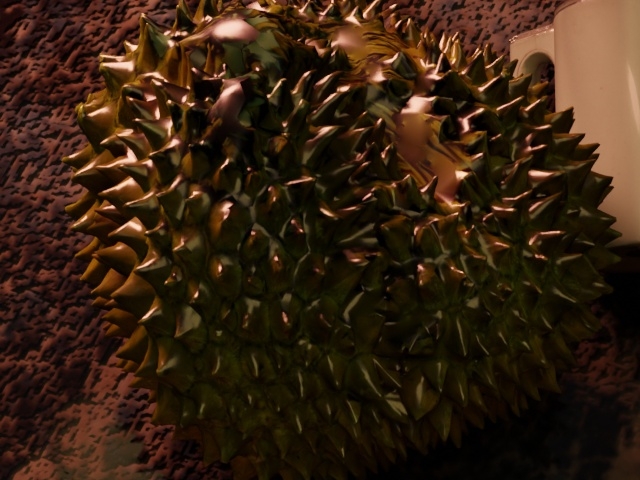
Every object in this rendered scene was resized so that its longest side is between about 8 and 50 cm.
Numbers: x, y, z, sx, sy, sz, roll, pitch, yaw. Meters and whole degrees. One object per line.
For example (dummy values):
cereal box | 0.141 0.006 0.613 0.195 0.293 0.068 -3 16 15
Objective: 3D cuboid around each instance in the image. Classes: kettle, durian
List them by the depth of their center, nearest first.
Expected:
durian | -0.002 0.003 1.004 0.291 0.225 0.291 11 47 -12
kettle | 0.171 -0.059 1.095 0.098 0.127 0.148 -1 79 -15
